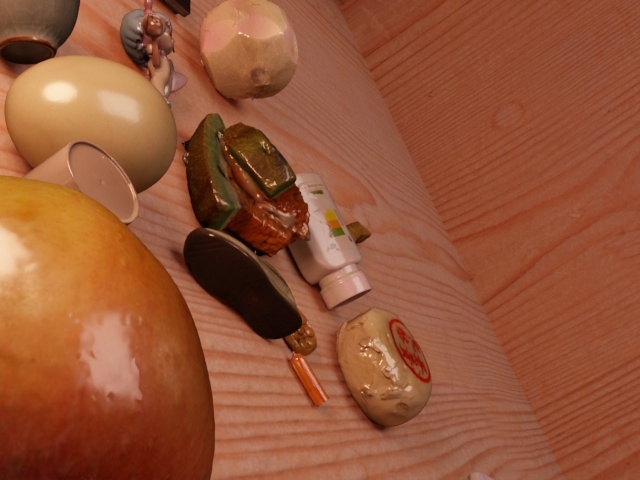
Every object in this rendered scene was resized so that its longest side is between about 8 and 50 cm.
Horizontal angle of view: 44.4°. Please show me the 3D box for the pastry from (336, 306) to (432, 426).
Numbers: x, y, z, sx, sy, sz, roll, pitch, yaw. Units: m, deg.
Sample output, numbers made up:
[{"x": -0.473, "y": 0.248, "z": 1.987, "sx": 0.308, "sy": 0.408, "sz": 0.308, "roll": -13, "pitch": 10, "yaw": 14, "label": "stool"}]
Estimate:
[{"x": 0.133, "y": 0.262, "z": 1.650, "sx": 0.265, "sy": 0.133, "sz": 0.265, "roll": 45, "pitch": 25, "yaw": -27, "label": "pastry"}]

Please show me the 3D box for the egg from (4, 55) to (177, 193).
[{"x": -0.302, "y": -0.150, "z": 1.048, "sx": 0.241, "sy": 0.186, "sz": 0.186, "roll": 14, "pitch": 48, "yaw": -54, "label": "egg"}]

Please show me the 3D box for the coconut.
[{"x": -0.166, "y": -0.431, "z": 1.788, "sx": 0.227, "sy": 0.227, "sz": 0.231, "roll": 42, "pitch": 25, "yaw": -42, "label": "coconut"}]

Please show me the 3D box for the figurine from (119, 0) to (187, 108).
[{"x": -0.311, "y": -0.332, "z": 1.411, "sx": 0.205, "sy": 0.102, "sz": 0.260, "roll": 78, "pitch": -2, "yaw": -59, "label": "figurine"}]

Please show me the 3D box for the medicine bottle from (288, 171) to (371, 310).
[{"x": 0.000, "y": 0.000, "z": 1.719, "sx": 0.161, "sy": 0.111, "sz": 0.296, "roll": -11, "pitch": 72, "yaw": -51, "label": "medicine bottle"}]

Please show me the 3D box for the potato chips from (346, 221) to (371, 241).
[{"x": 0.064, "y": 0.011, "z": 1.959, "sx": 0.080, "sy": 0.057, "sz": 0.407, "roll": 60, "pitch": 18, "yaw": -6, "label": "potato chips"}]

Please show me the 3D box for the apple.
[{"x": -0.247, "y": 0.116, "z": 0.581, "sx": 0.338, "sy": 0.338, "sz": 0.305, "roll": 44, "pitch": 16, "yaw": -40, "label": "apple"}]

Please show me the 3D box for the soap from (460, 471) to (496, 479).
[{"x": 0.344, "y": 0.636, "z": 1.648, "sx": 0.208, "sy": 0.115, "sz": 0.347, "roll": 56, "pitch": 18, "yaw": -13, "label": "soap"}]

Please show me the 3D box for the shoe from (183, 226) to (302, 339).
[{"x": -0.129, "y": 0.060, "z": 1.325, "sx": 0.275, "sy": 0.103, "sz": 0.098, "roll": 52, "pitch": 18, "yaw": -40, "label": "shoe"}]

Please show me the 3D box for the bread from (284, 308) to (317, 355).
[{"x": -0.043, "y": 0.170, "z": 1.488, "sx": 0.110, "sy": 0.024, "sz": 0.110, "roll": 50, "pitch": 20, "yaw": -25, "label": "bread"}]

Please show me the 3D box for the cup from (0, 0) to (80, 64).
[{"x": -0.413, "y": -0.330, "z": 1.090, "sx": 0.199, "sy": 0.199, "sz": 0.150, "roll": 15, "pitch": 65, "yaw": -65, "label": "cup"}]

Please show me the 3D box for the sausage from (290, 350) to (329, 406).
[{"x": -0.024, "y": 0.247, "z": 1.414, "sx": 0.107, "sy": 0.031, "sz": 0.031, "roll": 58, "pitch": 18, "yaw": 0, "label": "sausage"}]

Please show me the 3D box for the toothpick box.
[{"x": -0.301, "y": -0.018, "z": 0.858, "sx": 0.111, "sy": 0.180, "sz": 0.111, "roll": 50, "pitch": 19, "yaw": -24, "label": "toothpick box"}]

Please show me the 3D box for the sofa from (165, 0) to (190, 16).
[{"x": -0.359, "y": -0.569, "z": 1.763, "sx": 0.147, "sy": 0.060, "sz": 0.085, "roll": 31, "pitch": 50, "yaw": -55, "label": "sofa"}]

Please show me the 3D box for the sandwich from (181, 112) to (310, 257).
[{"x": -0.113, "y": -0.091, "z": 1.494, "sx": 0.301, "sy": 0.162, "sz": 0.251, "roll": 41, "pitch": 30, "yaw": -38, "label": "sandwich"}]
